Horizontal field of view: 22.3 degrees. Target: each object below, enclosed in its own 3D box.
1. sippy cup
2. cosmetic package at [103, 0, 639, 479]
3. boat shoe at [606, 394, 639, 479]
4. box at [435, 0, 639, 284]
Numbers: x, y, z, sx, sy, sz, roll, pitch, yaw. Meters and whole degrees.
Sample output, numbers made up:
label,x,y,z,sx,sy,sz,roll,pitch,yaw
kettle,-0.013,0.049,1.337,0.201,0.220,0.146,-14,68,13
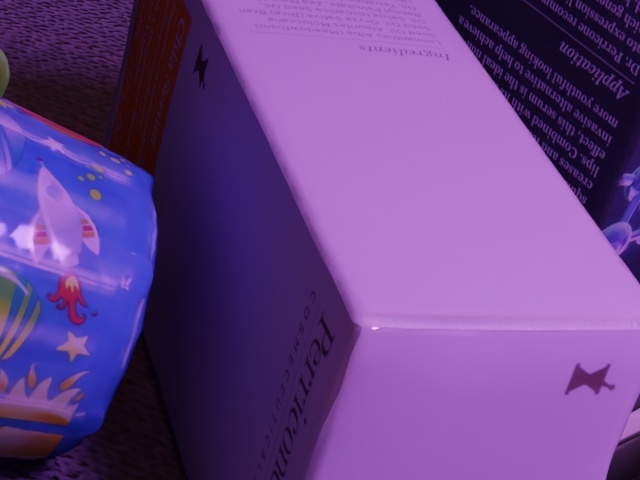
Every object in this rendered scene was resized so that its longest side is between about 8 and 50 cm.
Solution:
label,x,y,z,sx,sy,sz,roll,pitch,yaw
sippy cup,-0.212,0.011,0.842,0.224,0.305,0.240,17,-14,-20
cosmetic package,0.000,0.000,0.935,0.162,0.230,0.453,3,33,-22
boat shoe,0.218,0.097,1.027,0.228,0.081,0.068,-14,47,-36
box,0.250,-0.141,1.116,0.294,0.395,0.212,-10,41,-36
